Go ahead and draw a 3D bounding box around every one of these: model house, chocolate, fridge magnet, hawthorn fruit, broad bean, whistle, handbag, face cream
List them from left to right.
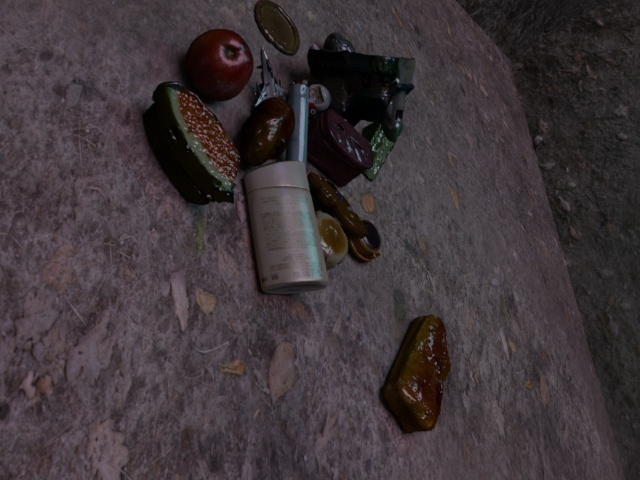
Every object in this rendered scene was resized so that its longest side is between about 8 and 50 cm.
[{"bbox_3d":[-0.249,-0.443,1.501,0.173,0.173,0.173,30,47,-37],"label":"hawthorn fruit"},{"bbox_3d":[-0.135,-0.281,1.550,0.122,0.156,0.228,38,36,-23],"label":"broad bean"},{"bbox_3d":[-0.090,-0.042,1.491,0.173,0.081,0.349,-3,67,-23],"label":"face cream"},{"bbox_3d":[-0.065,-0.277,1.646,0.062,0.062,0.312,13,75,-47],"label":"whistle"},{"bbox_3d":[0.053,-0.280,1.802,0.225,0.135,0.146,38,39,-29],"label":"handbag"},{"bbox_3d":[0.099,-0.615,2.103,0.248,0.110,0.110,46,39,-22],"label":"chocolate"},{"bbox_3d":[0.122,-0.447,1.866,0.243,0.298,0.284,-27,126,-53],"label":"model house"},{"bbox_3d":[0.130,-0.006,1.779,0.143,0.063,0.143,26,52,-38],"label":"fridge magnet"}]

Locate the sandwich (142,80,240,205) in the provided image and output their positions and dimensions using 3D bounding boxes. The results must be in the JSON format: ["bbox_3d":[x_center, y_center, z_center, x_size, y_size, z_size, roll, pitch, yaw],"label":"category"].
[{"bbox_3d":[-0.288,-0.223,1.369,0.292,0.109,0.212,52,30,-18],"label":"sandwich"}]

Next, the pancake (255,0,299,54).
[{"bbox_3d":[-0.137,-0.687,1.924,0.199,0.021,0.199,28,49,-37],"label":"pancake"}]

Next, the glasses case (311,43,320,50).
[{"bbox_3d":[-0.011,-0.634,2.045,0.032,0.021,0.083,3,66,-48],"label":"glasses case"}]

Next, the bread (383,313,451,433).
[{"bbox_3d":[0.302,0.372,1.714,0.185,0.109,0.380,54,35,-11],"label":"bread"}]

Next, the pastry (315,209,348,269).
[{"bbox_3d":[0.000,0.000,1.596,0.166,0.088,0.166,32,42,-34],"label":"pastry"}]

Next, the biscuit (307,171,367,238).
[{"bbox_3d":[0.054,-0.101,1.696,0.236,0.039,0.180,54,16,17],"label":"biscuit"}]

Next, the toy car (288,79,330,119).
[{"bbox_3d":[-0.024,-0.415,1.776,0.139,0.112,0.112,36,38,-83],"label":"toy car"}]

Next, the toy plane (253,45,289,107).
[{"bbox_3d":[-0.146,-0.423,1.690,0.160,0.082,0.234,-34,108,-46],"label":"toy plane"}]

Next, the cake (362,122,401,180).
[{"bbox_3d":[0.175,-0.305,2.058,0.100,0.099,0.235,43,61,-27],"label":"cake"}]
